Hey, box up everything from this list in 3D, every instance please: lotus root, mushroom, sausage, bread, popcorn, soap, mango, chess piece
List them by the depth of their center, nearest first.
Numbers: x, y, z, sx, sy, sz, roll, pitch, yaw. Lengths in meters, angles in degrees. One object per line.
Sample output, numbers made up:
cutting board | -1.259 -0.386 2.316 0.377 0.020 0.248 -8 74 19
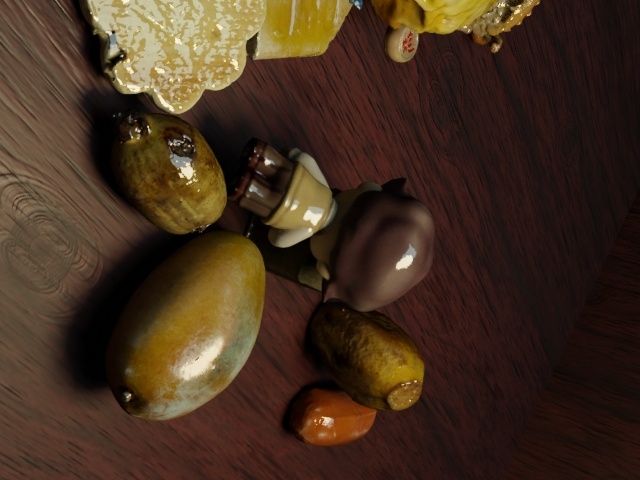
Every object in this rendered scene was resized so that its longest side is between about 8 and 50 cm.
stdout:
bread | -0.207 -0.342 1.346 0.316 0.054 0.316 -15 112 -39
lotus root | -0.228 -0.104 1.391 0.145 0.128 0.260 -30 139 2
mango | -0.196 0.124 1.500 0.384 0.199 0.221 -56 140 -45
soap | -0.047 -0.390 1.573 0.257 0.080 0.160 -19 120 -51
popcorn | 0.214 -0.555 1.692 0.349 0.382 0.349 -31 171 -6
bread | 0.339 -0.540 1.912 0.149 0.274 0.274 7 99 -65
lotus root | 0.095 0.244 1.913 0.193 0.291 0.193 -19 124 -31
chess piece | 0.166 -0.405 1.920 0.083 0.038 0.084 -27 125 -46
sausage | 0.033 0.374 2.011 0.258 0.133 0.133 5 100 -57
mushroom | 0.376 -0.479 2.154 0.088 0.072 0.129 89 0 -49

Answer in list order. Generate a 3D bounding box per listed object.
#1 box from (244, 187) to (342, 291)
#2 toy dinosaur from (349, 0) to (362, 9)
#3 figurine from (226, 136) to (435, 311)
box | -0.002 -0.001 1.768 0.273 0.143 0.184 28 81 -58
toy dinosaur | 0.039 -0.529 1.574 0.188 0.075 0.248 38 54 -28
figurine | 0.015 -0.021 1.561 0.206 0.365 0.218 124 -12 -59
